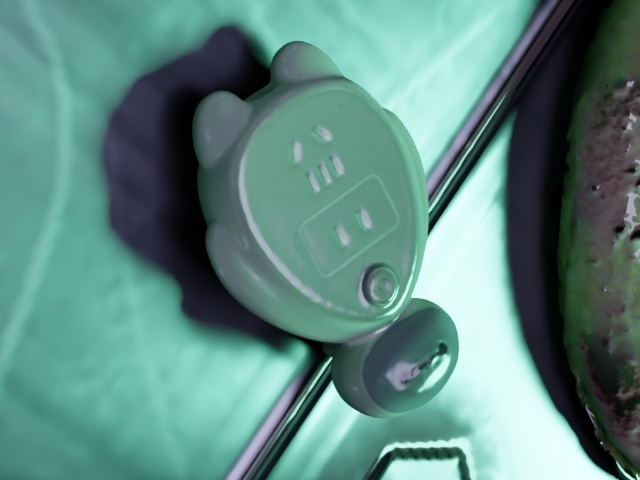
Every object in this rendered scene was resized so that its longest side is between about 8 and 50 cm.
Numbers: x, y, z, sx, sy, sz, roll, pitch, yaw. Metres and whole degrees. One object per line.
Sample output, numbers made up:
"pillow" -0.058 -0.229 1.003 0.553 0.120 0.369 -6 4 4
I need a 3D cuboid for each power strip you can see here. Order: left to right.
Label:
"power strip" 0.000 0.000 0.373 0.055 0.035 0.083 -37 109 -26

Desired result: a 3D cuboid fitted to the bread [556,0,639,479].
"bread" 0.154 -0.024 0.483 0.228 0.033 0.229 -13 110 -38
